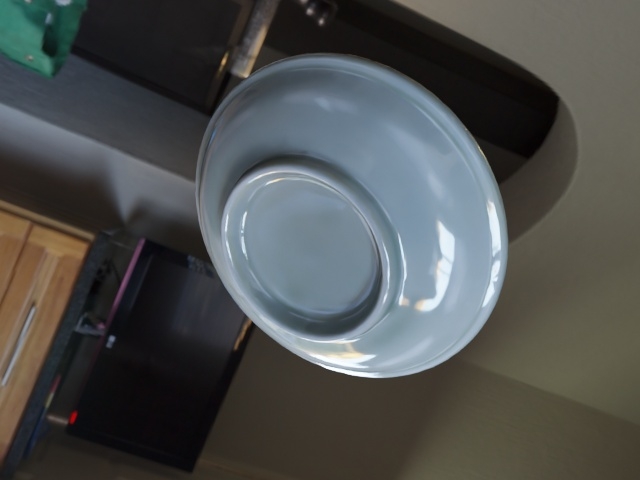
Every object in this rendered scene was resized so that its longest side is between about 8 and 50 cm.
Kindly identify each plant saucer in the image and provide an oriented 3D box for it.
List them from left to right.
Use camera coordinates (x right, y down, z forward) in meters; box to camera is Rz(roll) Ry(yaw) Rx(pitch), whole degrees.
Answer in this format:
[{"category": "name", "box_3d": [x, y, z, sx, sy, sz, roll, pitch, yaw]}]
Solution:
[{"category": "plant saucer", "box_3d": [0.000, 0.000, 0.778, 0.100, 0.400, 0.400, -39, 165, -52]}]
